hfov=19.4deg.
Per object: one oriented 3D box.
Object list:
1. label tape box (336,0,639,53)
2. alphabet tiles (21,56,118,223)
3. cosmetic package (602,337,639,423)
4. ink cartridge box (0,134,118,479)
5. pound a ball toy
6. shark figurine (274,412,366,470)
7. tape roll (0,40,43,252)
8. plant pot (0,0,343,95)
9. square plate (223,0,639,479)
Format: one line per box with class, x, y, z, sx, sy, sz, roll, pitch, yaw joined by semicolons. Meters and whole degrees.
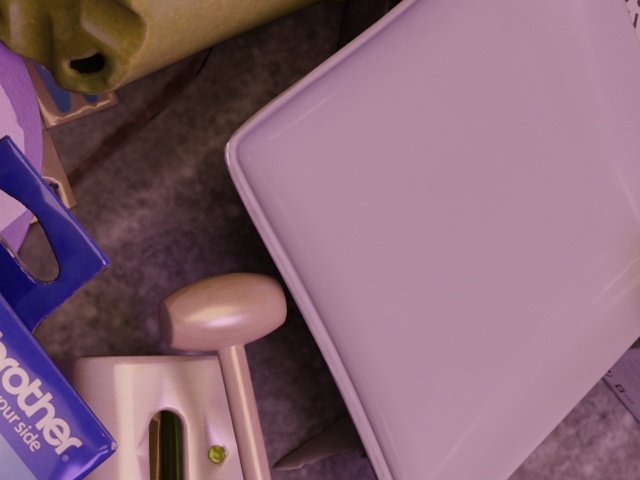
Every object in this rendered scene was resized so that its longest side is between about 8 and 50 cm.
label tape box;0.142;-0.144;1.375;0.241;0.106;0.333;15;79;-19
alphabet tiles;-0.303;-0.152;1.254;0.285;0.011;0.342;-22;93;-21
cosmetic package;0.302;0.067;1.347;0.117;0.231;0.085;-44;100;-19
ink cartridge box;-0.307;0.100;1.051;0.395;0.151;0.270;-41;100;-21
pound a ball toy;-0.111;0.185;1.189;0.136;0.208;0.319;0;86;-20
shark figurine;0.012;0.014;1.310;0.166;0.116;0.278;-38;128;-49
tape roll;-0.320;-0.056;1.185;0.275;0.090;0.275;2;83;-21
plant pot;-0.089;-0.226;1.173;0.254;0.276;0.276;-38;99;-34
square plate;0.105;-0.022;1.240;0.347;0.049;0.344;-43;123;-29
